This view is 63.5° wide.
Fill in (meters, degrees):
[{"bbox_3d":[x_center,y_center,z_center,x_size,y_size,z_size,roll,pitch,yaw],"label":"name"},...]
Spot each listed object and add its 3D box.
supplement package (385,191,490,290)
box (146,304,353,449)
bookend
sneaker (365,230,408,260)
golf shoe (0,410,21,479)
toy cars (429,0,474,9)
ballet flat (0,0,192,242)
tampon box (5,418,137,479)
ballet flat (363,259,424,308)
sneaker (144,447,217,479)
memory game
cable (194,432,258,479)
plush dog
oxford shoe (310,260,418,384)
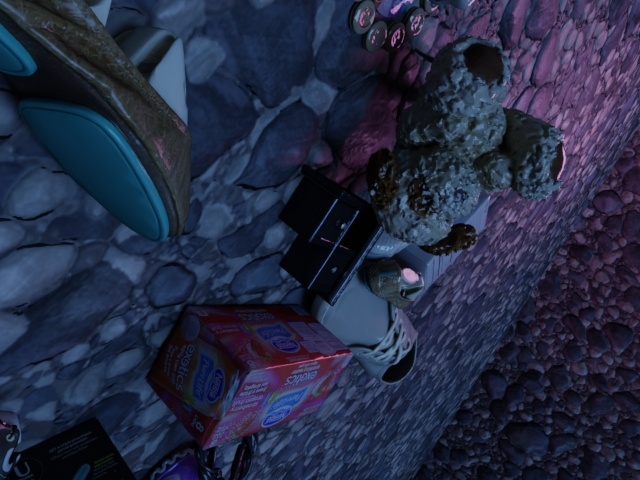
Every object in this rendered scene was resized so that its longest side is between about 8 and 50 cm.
[{"bbox_3d":[0.209,-0.020,0.943,0.179,0.105,0.105,-43,151,-15],"label":"supplement package"},{"bbox_3d":[-0.084,0.173,0.712,0.256,0.128,0.123,11,113,-58],"label":"box"},{"bbox_3d":[0.000,0.000,0.702,0.156,0.072,0.157,-56,150,7],"label":"bookend"},{"bbox_3d":[0.151,-0.040,0.860,0.237,0.085,0.086,-27,179,-20],"label":"sneaker"},{"bbox_3d":[-0.317,0.164,0.446,0.094,0.077,0.198,-42,156,-46],"label":"golf shoe"},{"bbox_3d":[-0.039,-0.250,0.285,0.393,0.087,0.177,2,101,-28],"label":"toy cars"},{"bbox_3d":[-0.159,-0.128,0.331,0.124,0.116,0.342,-63,151,-21],"label":"ballet flat"},{"bbox_3d":[-0.267,0.307,0.564,0.120,0.161,0.102,-16,135,-45],"label":"tampon box"},{"bbox_3d":[0.138,0.075,0.871,0.067,0.073,0.206,-14,166,22],"label":"ballet flat"},{"bbox_3d":[-0.244,0.416,0.772,0.236,0.104,0.095,-35,145,-30],"label":"sneaker"},{"bbox_3d":[0.095,-0.300,0.576,0.186,0.012,0.186,-36,147,-28],"label":"memory game"},{"bbox_3d":[-0.150,0.326,0.809,0.184,0.047,0.151,17,79,-73],"label":"cable"},{"bbox_3d":[0.151,-0.101,0.671,0.262,0.210,0.226,35,87,-35],"label":"plush dog"},{"bbox_3d":[0.104,0.167,0.975,0.169,0.130,0.449,-46,149,-9],"label":"oxford shoe"}]
